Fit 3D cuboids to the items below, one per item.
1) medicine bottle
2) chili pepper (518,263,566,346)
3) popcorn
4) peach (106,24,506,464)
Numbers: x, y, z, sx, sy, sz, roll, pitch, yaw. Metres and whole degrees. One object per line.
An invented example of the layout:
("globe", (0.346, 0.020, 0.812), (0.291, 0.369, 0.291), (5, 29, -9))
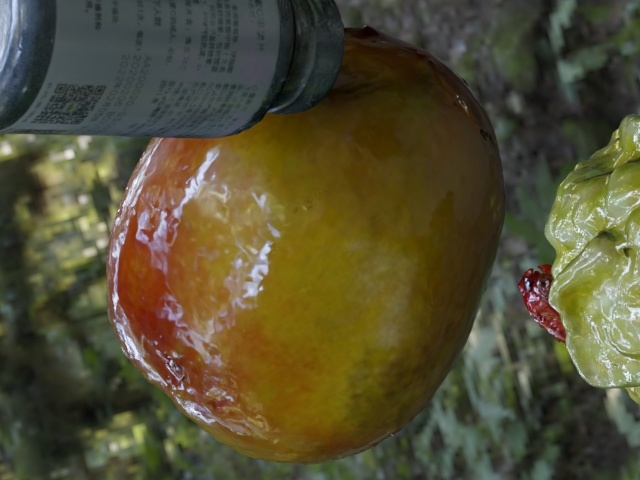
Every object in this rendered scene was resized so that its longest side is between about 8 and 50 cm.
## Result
("medicine bottle", (-0.117, -0.138, 1.130), (0.293, 0.141, 0.141), (-1, -110, -45))
("chili pepper", (0.308, 0.101, 1.234), (0.388, 0.110, 0.110), (29, -163, -18))
("popcorn", (0.199, -0.001, 0.730), (0.168, 0.195, 0.173), (3, -117, -62))
("peach", (-0.001, 0.000, 1.409), (0.290, 0.373, 0.372), (-140, 32, -66))
